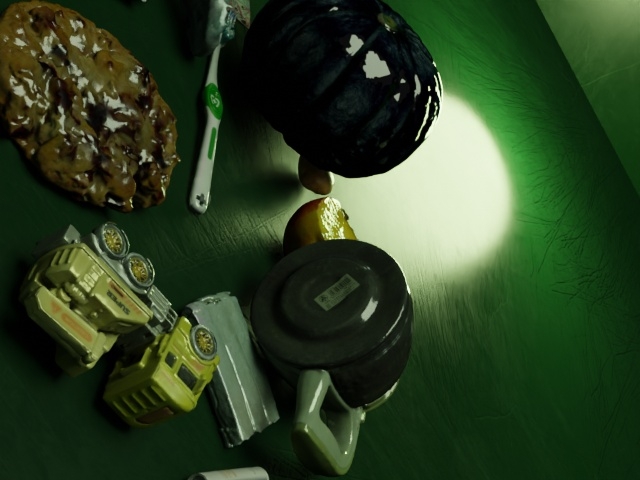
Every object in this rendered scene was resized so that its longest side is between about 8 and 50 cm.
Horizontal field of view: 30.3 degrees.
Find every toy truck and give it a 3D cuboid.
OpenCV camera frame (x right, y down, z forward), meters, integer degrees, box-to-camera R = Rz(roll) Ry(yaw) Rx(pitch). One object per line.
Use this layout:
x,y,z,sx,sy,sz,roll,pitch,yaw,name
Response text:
-0.253,0.114,1.446,0.272,0.124,0.157,52,32,-25,toy truck

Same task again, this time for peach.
-0.007,-0.002,1.943,0.151,0.118,0.151,-41,143,-42,peach

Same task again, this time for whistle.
-0.184,-0.469,1.943,0.189,0.189,0.348,32,57,-46,whistle

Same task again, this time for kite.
-0.162,-0.447,2.112,0.152,0.005,0.137,61,29,-8,kite

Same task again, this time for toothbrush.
-0.177,-0.212,1.899,0.042,0.040,0.418,37,45,-38,toothbrush

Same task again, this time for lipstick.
-0.123,0.329,1.596,0.141,0.040,0.040,11,61,-57,lipstick

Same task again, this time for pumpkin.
0.036,-0.277,2.022,0.363,0.266,0.363,38,26,-22,pumpkin

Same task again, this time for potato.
-0.009,-0.118,2.077,0.068,0.062,0.083,91,-11,-71,potato

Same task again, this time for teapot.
0.046,0.181,1.774,0.239,0.239,0.322,69,-1,-45,teapot

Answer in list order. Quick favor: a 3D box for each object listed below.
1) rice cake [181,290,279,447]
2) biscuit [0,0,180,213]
-0.130,0.178,1.692,0.124,0.038,0.211,-20,87,-60,rice cake
-0.310,-0.185,1.613,0.334,0.081,0.289,39,39,-38,biscuit
